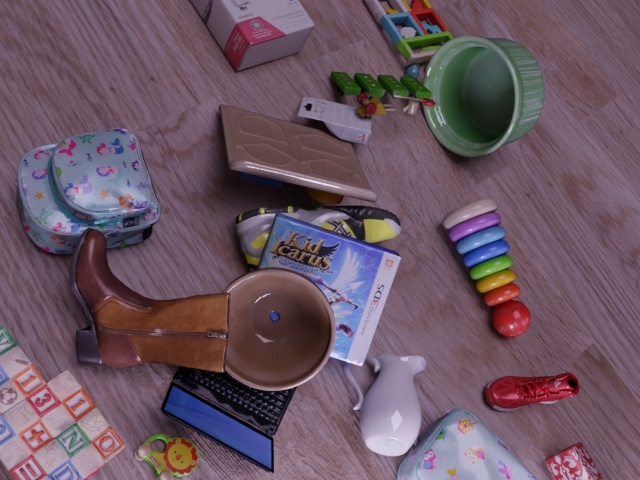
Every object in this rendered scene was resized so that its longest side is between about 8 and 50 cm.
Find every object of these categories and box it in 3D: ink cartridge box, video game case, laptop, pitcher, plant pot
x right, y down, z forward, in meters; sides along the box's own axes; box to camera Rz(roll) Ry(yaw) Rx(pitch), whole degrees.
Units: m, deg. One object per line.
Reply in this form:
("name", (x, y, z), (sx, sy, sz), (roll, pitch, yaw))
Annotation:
("ink cartridge box", (-0.182, -0.582, 1.850), (0.207, 0.117, 0.283), (-27, 79, -32))
("video game case", (-0.001, 0.101, 1.535), (0.269, 0.061, 0.245), (18, 97, -6))
("laptop", (-0.154, 0.279, 1.436), (0.234, 0.136, 0.264), (32, 59, -8))
("pitcher", (0.125, 0.329, 1.562), (0.177, 0.126, 0.207), (11, 49, 4))
("plant pot", (-0.091, 0.160, 1.453), (0.237, 0.110, 0.238), (0, 101, -2))
("ink cartridge box", (0.035, -0.291, 1.825), (0.179, 0.045, 0.145), (10, 30, -1))

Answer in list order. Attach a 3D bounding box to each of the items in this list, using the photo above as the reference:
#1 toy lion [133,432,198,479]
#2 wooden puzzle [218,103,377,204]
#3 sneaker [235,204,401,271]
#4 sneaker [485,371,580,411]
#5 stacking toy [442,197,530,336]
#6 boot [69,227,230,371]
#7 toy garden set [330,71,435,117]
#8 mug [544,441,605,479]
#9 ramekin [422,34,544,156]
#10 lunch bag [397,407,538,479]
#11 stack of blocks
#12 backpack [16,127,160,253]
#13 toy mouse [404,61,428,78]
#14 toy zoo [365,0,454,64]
("toy lion", (-0.279, 0.397, 1.388), (0.100, 0.034, 0.096), (48, 50, 4))
("wooden puzzle", (-0.065, -0.179, 1.661), (0.322, 0.081, 0.348), (12, 26, -19))
("sneaker", (0.000, 0.000, 1.661), (0.384, 0.145, 0.147), (-4, 86, -21))
("sneaker", (0.492, 0.330, 1.709), (0.221, 0.128, 0.087), (-4, 68, -26))
("stacking toy", (0.416, 0.072, 1.810), (0.141, 0.141, 0.331), (-16, 80, -30))
("boot", (-0.305, 0.108, 1.363), (0.280, 0.096, 0.264), (0, 90, 6))
("toy garden set", (0.167, -0.359, 1.895), (0.244, 0.049, 0.204), (-1, 34, -22))
("mug", (0.581, 0.549, 1.678), (0.113, 0.150, 0.169), (-28, 72, 5))
("ramekin", (0.421, -0.374, 1.924), (0.148, 0.303, 0.304), (-17, 74, -38))
("lunch bag", (0.300, 0.504, 1.551), (0.279, 0.108, 0.224), (45, 61, 3))
("stack of blocks", (-0.501, 0.298, 1.298), (0.171, 0.087, 0.297), (-36, 84, -33))
("backpack", (-0.455, -0.095, 1.459), (0.253, 0.191, 0.225), (-13, 73, -24))
("toy mouse", (0.279, -0.438, 2.041), (0.143, 0.031, 0.161), (-22, 77, -31))
("toy zoo", (0.246, -0.623, 2.100), (0.192, 0.030, 0.293), (-18, 69, -33))
